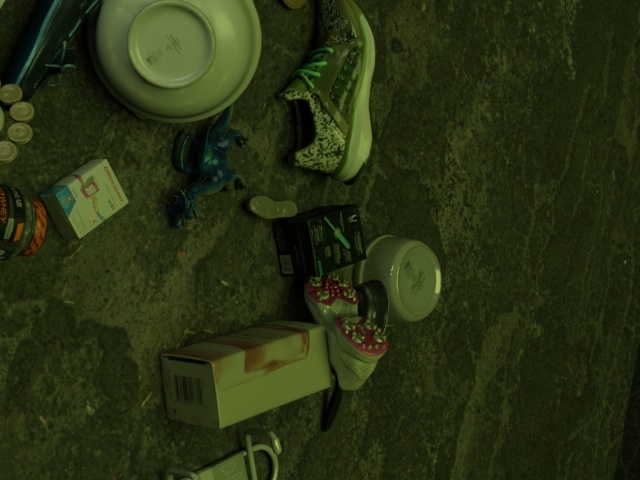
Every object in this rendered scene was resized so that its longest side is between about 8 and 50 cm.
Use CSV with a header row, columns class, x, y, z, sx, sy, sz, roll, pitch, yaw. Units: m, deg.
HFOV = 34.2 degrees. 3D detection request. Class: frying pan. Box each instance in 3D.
class,x,y,z,sx,sy,sz,roll,pitch,yaw
frying pan,0.051,0.222,2.191,0.053,0.326,0.197,19,29,-23

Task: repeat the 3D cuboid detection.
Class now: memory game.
class,x,y,z,sx,sy,sz,roll,pitch,yaw
memory game,-0.519,-0.175,1.549,0.186,0.186,0.012,-60,171,-29

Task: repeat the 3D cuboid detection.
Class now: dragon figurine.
class,x,y,z,sx,sy,sz,roll,pitch,yaw
dragon figurine,-0.213,-0.163,1.918,0.144,0.085,0.289,7,85,-47

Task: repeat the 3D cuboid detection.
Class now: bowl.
class,x,y,z,sx,sy,sz,roll,pitch,yaw
bowl,-0.245,-0.332,1.730,0.297,0.134,0.298,-1,105,-5

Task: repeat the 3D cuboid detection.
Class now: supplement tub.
class,x,y,z,sx,sy,sz,roll,pitch,yaw
supplement tub,-0.518,-0.034,1.563,0.190,0.117,0.117,12,80,-47

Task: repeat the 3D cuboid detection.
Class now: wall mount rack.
class,x,y,z,sx,sy,sz,roll,pitch,yaw
wall mount rack,-0.157,0.530,1.930,0.350,0.130,0.304,-20,103,-45

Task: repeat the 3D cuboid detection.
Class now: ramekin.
class,x,y,z,sx,sy,sz,roll,pitch,yaw
ramekin,0.179,0.091,2.319,0.207,0.109,0.207,1,89,-47

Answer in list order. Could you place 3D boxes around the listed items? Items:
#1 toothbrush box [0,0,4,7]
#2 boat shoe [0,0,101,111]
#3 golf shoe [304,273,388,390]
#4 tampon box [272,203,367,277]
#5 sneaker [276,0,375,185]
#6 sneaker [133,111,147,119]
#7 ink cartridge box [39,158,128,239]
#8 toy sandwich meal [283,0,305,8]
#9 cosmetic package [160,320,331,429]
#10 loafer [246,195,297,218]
class,x,y,z,sx,sy,sz,roll,pitch,yaw
toothbrush box,-0.576,-0.388,1.502,0.216,0.126,0.296,42,59,-37
boat shoe,-0.422,-0.310,1.659,0.089,0.109,0.258,33,77,-34
golf shoe,0.027,0.176,2.073,0.115,0.306,0.140,5,118,-23
tampon box,0.000,0.000,2.131,0.161,0.101,0.121,-18,102,-46
sneaker,0.003,-0.322,2.129,0.182,0.158,0.411,2,83,-30
sneaker,-0.226,-0.301,1.852,0.226,0.163,0.086,-51,126,-33
ink cartridge box,-0.394,-0.070,1.744,0.122,0.052,0.089,-44,120,-40
toy sandwich meal,-0.059,-0.515,2.136,0.085,0.029,0.086,-3,94,-43
cosmetic package,-0.135,0.244,1.946,0.296,0.153,0.129,-12,99,-48
loafer,-0.103,-0.061,2.071,0.125,0.039,0.045,5,78,-44
